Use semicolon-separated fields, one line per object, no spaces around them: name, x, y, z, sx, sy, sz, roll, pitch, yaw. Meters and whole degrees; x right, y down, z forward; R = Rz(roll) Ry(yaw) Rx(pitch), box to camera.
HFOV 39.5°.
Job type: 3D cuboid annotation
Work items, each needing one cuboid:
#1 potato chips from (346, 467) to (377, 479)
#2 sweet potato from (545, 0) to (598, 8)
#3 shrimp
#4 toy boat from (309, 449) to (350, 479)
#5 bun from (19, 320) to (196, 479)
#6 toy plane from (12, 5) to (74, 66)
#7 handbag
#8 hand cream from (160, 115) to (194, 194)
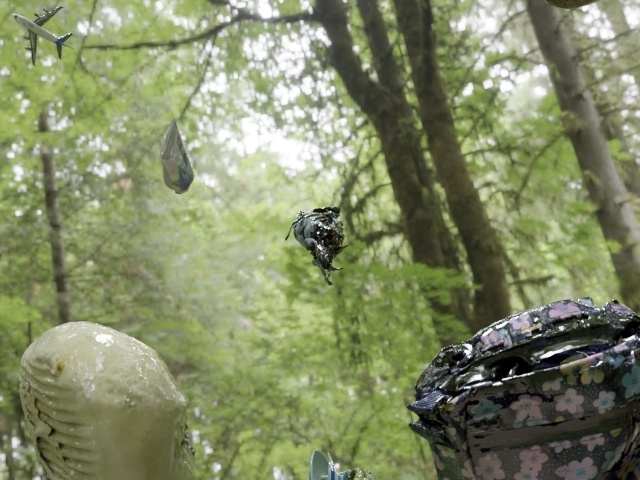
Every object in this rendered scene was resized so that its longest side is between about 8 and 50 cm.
potato chips;0.060;0.213;0.558;0.028;0.207;0.092;-39;-59;4
sweet potato;0.369;-0.347;1.005;0.273;0.075;0.075;-34;-27;7
shrimp;-0.005;0.000;1.060;0.076;0.082;0.174;-5;12;-2
toy boat;0.026;0.346;1.221;0.034;0.105;0.149;-14;8;-28
bun;-0.240;0.207;1.035;0.168;0.273;0.273;-26;-13;-34
toy plane;-0.325;-0.243;1.037;0.024;0.078;0.084;24;-1;43
handbag;0.186;0.153;0.714;0.228;0.127;0.208;-16;-67;-6
hand cream;-0.242;-0.130;1.495;0.053;0.084;0.142;7;-33;4
